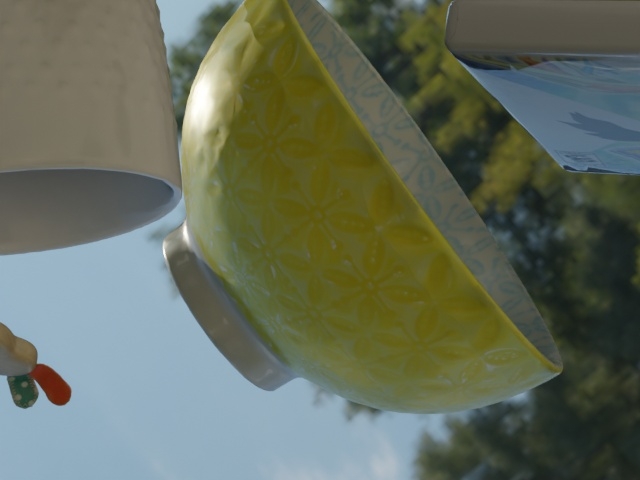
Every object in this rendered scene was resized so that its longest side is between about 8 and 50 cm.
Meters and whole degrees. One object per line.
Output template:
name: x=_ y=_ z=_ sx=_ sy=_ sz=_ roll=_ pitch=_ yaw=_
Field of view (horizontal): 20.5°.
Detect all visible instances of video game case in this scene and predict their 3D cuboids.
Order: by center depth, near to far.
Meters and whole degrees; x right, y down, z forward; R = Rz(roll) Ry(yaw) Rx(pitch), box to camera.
video game case: x=0.275 y=-0.083 z=1.087 sx=0.300 sy=0.329 sz=0.036 roll=30 pitch=-113 yaw=-65

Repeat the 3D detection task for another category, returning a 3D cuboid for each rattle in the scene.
rattle: x=-0.347 y=0.082 z=1.846 sx=0.200 sy=0.130 sz=0.142 roll=18 pitch=-137 yaw=-32

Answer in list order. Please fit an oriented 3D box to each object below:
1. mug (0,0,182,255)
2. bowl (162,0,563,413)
mug: x=-0.286 y=-0.165 z=1.545 sx=0.276 sy=0.374 sz=0.328 roll=-3 pitch=-104 yaw=-20
bowl: x=0.000 y=0.000 z=1.059 sx=0.289 sy=0.156 sz=0.289 roll=53 pitch=-170 yaw=-14
